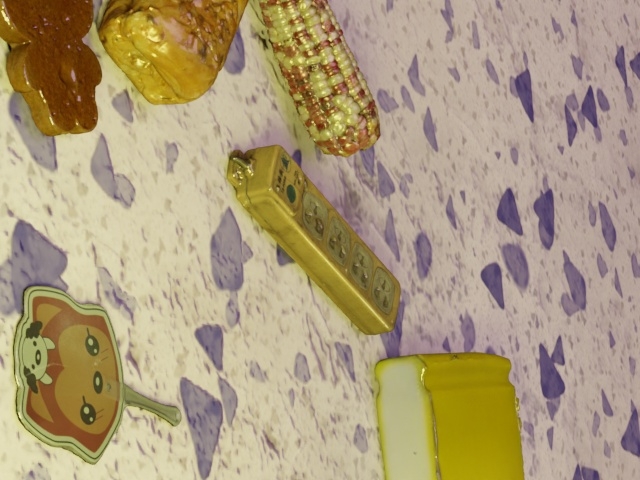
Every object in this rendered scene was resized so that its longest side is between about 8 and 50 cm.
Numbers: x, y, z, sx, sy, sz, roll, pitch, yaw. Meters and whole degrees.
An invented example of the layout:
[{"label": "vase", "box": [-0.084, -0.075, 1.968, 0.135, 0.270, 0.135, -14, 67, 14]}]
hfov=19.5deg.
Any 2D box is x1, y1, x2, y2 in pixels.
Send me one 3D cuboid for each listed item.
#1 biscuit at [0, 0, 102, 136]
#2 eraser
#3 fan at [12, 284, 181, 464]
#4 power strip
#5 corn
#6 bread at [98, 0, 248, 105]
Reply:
[{"label": "biscuit", "box": [-0.223, -0.169, 1.490, 0.124, 0.026, 0.175, -11, 90, -59]}, {"label": "eraser", "box": [0.139, 0.198, 1.958, 0.226, 0.069, 0.158, 4, 80, -60]}, {"label": "fan", "box": [-0.175, 0.117, 1.495, 0.220, 0.009, 0.132, 33, 54, -52]}, {"label": "power strip", "box": [0.000, 0.000, 1.806, 0.305, 0.044, 0.064, 47, 43, -43]}, {"label": "corn", "box": [-0.009, -0.192, 1.819, 0.079, 0.079, 0.237, -46, 119, -55]}, {"label": "bread", "box": [-0.119, -0.219, 1.635, 0.114, 0.083, 0.211, 49, 39, -36]}]
